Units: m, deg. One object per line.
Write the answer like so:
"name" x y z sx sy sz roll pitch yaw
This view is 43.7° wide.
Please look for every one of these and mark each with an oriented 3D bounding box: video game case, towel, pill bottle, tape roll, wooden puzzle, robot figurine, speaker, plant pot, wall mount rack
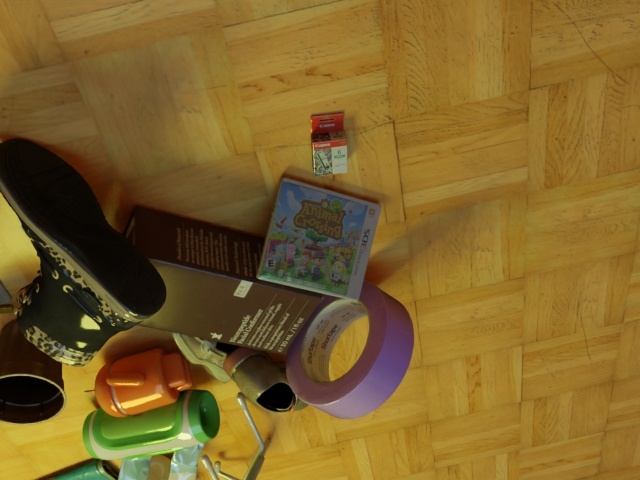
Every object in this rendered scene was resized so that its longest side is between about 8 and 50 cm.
"video game case" 0.000 0.000 1.505 0.212 0.023 0.193 14 88 -23
"towel" -0.663 0.699 2.108 0.370 0.040 0.271 -21 133 11
"pill bottle" -0.398 0.656 2.062 0.121 0.121 0.216 -16 135 4
"tape roll" 0.057 0.220 1.632 0.275 0.275 0.090 -38 130 23
"wooden puzzle" -0.652 0.105 1.560 0.078 0.014 0.116 -11 135 -7
"robot figurine" -0.392 0.306 1.726 0.219 0.158 0.128 -17 108 5
"speaker" -0.383 0.418 1.806 0.296 0.131 0.131 -14 135 16
"plant pot" -0.592 0.257 1.611 0.167 0.165 0.167 -6 133 -6
"wall mount rack" -0.220 0.557 1.907 0.130 0.350 0.304 25 126 3

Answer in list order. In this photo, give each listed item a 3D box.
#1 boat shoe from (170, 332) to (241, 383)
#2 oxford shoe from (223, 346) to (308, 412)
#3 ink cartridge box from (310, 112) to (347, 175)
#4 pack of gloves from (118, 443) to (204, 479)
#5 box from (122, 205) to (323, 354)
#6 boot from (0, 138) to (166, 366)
"boat shoe" -0.237 0.211 1.687 0.089 0.104 0.285 -33 148 2
"oxford shoe" -0.096 0.343 1.778 0.123 0.130 0.348 -42 147 4
"ink cartridge box" 0.015 -0.170 1.423 0.063 0.029 0.115 -7 134 -4
"pack of gloves" -0.380 0.541 1.920 0.195 0.046 0.232 9 94 -19
"box" -0.205 0.083 1.545 0.381 0.143 0.191 15 130 -22
"boot" -0.462 0.037 1.384 0.377 0.138 0.284 46 131 -3
